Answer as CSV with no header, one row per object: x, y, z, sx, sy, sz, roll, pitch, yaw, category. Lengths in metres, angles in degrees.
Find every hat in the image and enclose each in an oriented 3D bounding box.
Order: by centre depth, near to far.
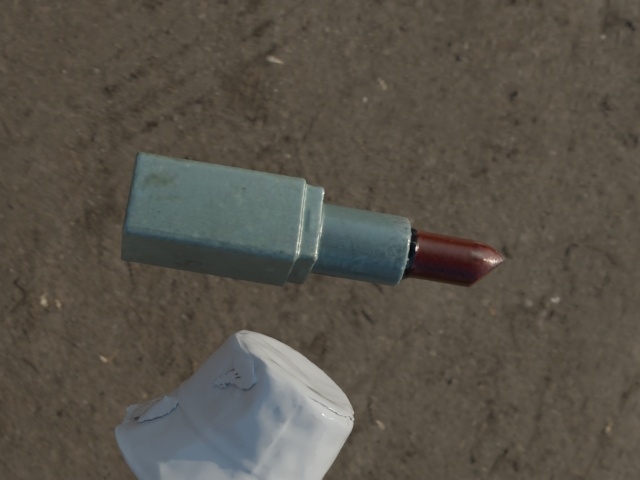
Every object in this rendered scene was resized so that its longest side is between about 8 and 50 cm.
-0.050,0.153,0.845,0.203,0.203,0.126,34,96,-37,hat

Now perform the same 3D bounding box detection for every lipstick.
0.000,-0.001,0.355,0.129,0.030,0.030,9,68,-7,lipstick
